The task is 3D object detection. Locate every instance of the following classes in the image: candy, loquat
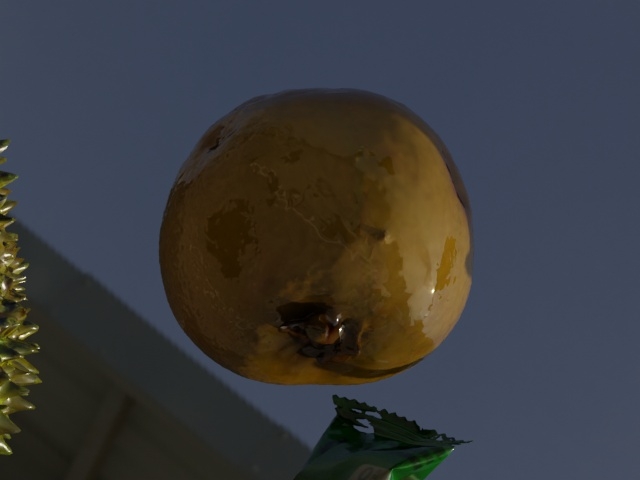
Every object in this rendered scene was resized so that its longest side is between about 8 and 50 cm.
[{"bbox_3d":[0.005,0.206,1.049,0.078,0.203,0.141,36,-21,-19],"label":"candy"},{"bbox_3d":[0.000,0.000,0.954,0.208,0.208,0.208,17,-64,39],"label":"loquat"}]

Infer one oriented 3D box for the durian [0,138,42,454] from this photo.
[{"bbox_3d":[-0.268,0.012,0.723,0.291,0.291,0.224,58,-44,12],"label":"durian"}]
